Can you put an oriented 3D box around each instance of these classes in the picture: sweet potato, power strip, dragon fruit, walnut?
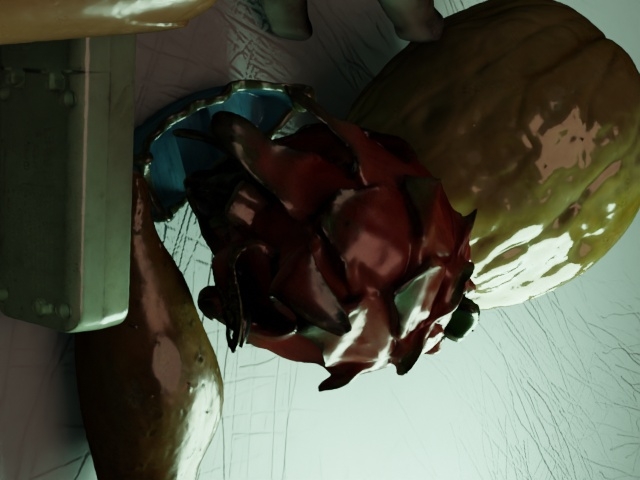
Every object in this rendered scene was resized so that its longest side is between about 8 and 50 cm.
[{"bbox_3d":[-0.128,0.116,0.927,0.112,0.112,0.359,-27,122,-48],"label":"sweet potato"},{"bbox_3d":[-0.173,-0.085,0.830,0.053,0.093,0.288,-7,104,-49],"label":"power strip"},{"bbox_3d":[0.000,0.000,0.915,0.274,0.193,0.192,31,93,-12],"label":"dragon fruit"},{"bbox_3d":[0.148,-0.075,1.122,0.313,0.277,0.252,-40,106,4],"label":"walnut"}]

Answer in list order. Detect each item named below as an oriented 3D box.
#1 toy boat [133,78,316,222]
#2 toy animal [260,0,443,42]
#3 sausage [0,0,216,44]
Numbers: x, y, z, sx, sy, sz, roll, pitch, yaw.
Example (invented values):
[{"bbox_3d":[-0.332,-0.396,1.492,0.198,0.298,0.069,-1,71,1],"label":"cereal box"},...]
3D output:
[{"bbox_3d":[-0.080,-0.080,0.972,0.185,0.077,0.075,-39,126,-43],"label":"toy boat"},{"bbox_3d":[0.004,-0.320,0.919,0.344,0.194,0.303,3,95,-72],"label":"toy animal"},{"bbox_3d":[-0.195,-0.168,0.687,0.304,0.121,0.121,-11,107,-29],"label":"sausage"}]
